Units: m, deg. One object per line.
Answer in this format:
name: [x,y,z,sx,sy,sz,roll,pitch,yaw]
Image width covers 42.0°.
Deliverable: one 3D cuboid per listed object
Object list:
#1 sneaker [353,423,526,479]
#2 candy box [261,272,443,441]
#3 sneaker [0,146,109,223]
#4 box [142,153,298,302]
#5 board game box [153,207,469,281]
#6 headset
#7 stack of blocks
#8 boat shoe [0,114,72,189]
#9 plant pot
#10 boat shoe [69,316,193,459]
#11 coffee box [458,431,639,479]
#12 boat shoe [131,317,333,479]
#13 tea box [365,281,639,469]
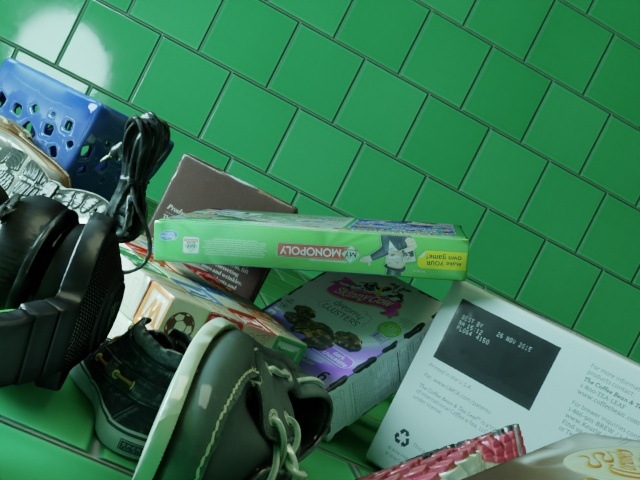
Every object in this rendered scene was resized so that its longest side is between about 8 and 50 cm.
sneaker: [0.091,0.203,0.582,0.299,0.121,0.112,6,61,-56]
candy box: [0.024,0.112,0.944,0.165,0.196,0.070,27,-43,43]
sneaker: [-0.378,-0.032,1.152,0.279,0.107,0.118,29,-18,22]
box: [-0.147,0.010,1.145,0.168,0.203,0.167,27,1,-2]
board game box: [0.000,0.000,0.933,0.317,0.046,0.213,4,6,7]
headset: [-0.239,-0.015,0.609,0.243,0.185,0.394,25,13,16]
stack of blocks: [-0.172,0.068,0.887,0.171,0.087,0.297,25,2,-40]
boat shoe: [-0.495,-0.143,1.287,0.324,0.123,0.116,28,31,22]
plant pot: [-0.440,-0.153,1.457,0.236,0.212,0.236,28,2,24]
boat shoe: [-0.141,0.093,0.646,0.065,0.083,0.183,26,1,-28]
coffee box: [0.159,0.185,0.472,0.141,0.098,0.246,-2,-1,43]
boat shoe: [-0.046,0.127,0.594,0.099,0.116,0.319,23,-4,7]
tea box: [0.287,0.227,0.896,0.329,0.220,0.323,28,2,35]
